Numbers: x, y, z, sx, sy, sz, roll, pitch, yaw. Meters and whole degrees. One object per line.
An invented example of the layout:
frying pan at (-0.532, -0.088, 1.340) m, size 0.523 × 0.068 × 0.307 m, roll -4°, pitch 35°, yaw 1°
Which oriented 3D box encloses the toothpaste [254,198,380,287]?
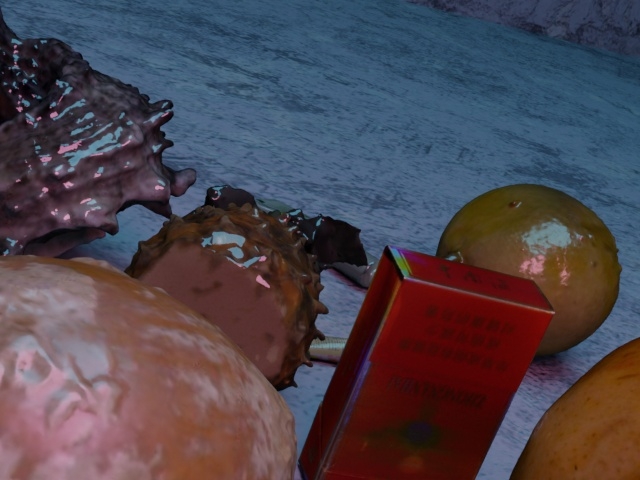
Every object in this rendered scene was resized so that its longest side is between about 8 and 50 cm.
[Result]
toothpaste at (0.000, 0.000, 1.205) m, size 0.048 × 0.029 × 0.197 m, roll -2°, pitch 28°, yaw -48°

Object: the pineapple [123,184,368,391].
pineapple at (-0.051, 0.027, 0.943) m, size 0.170 × 0.141 × 0.310 m, roll -7°, pitch 11°, yaw 7°

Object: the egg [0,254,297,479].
egg at (-0.129, 0.105, 0.563) m, size 0.245 × 0.203 × 0.203 m, roll 2°, pitch 25°, yaw -18°

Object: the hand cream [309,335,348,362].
hand cream at (0.003, 0.087, 1.002) m, size 0.102 × 0.022 × 0.035 m, roll 9°, pitch 23°, yaw -15°

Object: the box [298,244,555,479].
box at (0.067, 0.097, 0.810) m, size 0.112 × 0.175 × 0.048 m, roll 14°, pitch 23°, yaw -19°

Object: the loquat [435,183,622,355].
loquat at (0.183, 0.028, 1.139) m, size 0.204 × 0.149 × 0.172 m, roll -7°, pitch 36°, yaw -31°

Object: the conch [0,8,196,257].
conch at (-0.248, -0.059, 0.939) m, size 0.313 × 0.186 × 0.241 m, roll 14°, pitch 34°, yaw -12°

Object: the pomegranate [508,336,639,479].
pomegranate at (0.231, 0.169, 0.678) m, size 0.264 × 0.264 × 0.264 m, roll 18°, pitch 20°, yaw -7°
